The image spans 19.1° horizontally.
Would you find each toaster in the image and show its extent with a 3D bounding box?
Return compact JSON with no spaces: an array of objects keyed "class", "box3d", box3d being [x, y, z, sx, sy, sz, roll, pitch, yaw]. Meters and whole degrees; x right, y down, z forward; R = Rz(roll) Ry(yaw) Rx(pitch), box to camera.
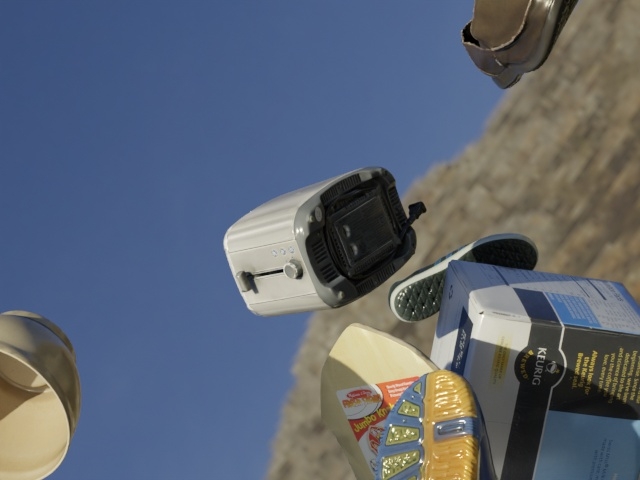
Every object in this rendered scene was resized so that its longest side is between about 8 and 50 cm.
[{"class":"toaster","box3d":[0.000,0.000,2.104,0.227,0.146,0.129,-34,-74,-48]}]

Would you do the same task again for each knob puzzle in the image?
[{"class":"knob puzzle","box3d":[0.078,0.171,2.002,0.030,0.213,0.213,-35,-30,-46]}]

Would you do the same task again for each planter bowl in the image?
[{"class":"planter bowl","box3d":[-0.291,0.133,1.771,0.109,0.162,0.162,-64,-7,-56]}]

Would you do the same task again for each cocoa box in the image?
[{"class":"cocoa box","box3d":[0.247,0.226,2.248,0.231,0.228,0.347,-109,28,-73]}]

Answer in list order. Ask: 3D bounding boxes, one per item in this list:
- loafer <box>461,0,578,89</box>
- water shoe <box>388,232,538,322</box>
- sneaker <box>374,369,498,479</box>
[{"class":"loafer","box3d":[0.174,-0.197,1.737,0.080,0.078,0.220,-61,3,-17]},{"class":"water shoe","box3d":[0.179,0.038,2.442,0.203,0.080,0.073,-21,-76,-4]},{"class":"sneaker","box3d":[0.132,0.272,1.783,0.131,0.112,0.296,17,-114,-50]}]
